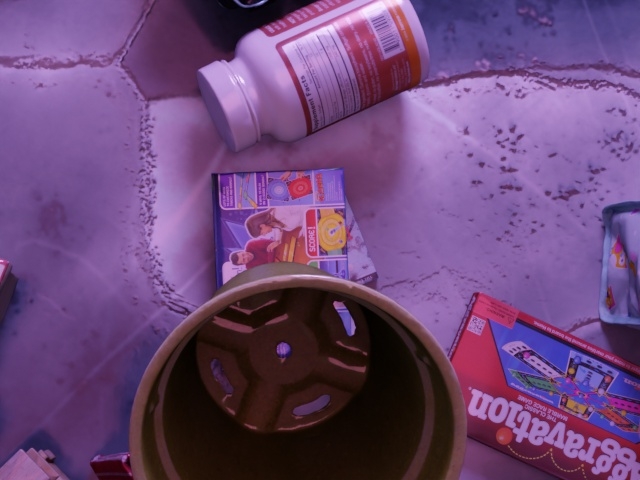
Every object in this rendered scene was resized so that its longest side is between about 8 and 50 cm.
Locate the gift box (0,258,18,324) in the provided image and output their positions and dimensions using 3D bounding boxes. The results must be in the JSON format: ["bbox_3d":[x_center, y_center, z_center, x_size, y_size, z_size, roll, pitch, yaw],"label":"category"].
[{"bbox_3d":[-0.412,0.108,1.155,0.255,0.258,0.276,16,82,-7],"label":"gift box"}]

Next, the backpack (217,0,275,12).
[{"bbox_3d":[-0.076,-0.345,1.302,0.166,0.144,0.188,-35,115,-9],"label":"backpack"}]

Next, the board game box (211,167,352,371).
[{"bbox_3d":[-0.039,0.029,1.325,0.136,0.035,0.201,-2,89,-4],"label":"board game box"}]

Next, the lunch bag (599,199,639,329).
[{"bbox_3d":[0.425,0.022,1.303,0.223,0.262,0.160,3,85,-9],"label":"lunch bag"}]

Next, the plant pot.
[{"bbox_3d":[-0.026,0.135,1.178,0.276,0.254,0.276,-1,102,-4],"label":"plant pot"}]

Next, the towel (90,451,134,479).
[{"bbox_3d":[-0.116,0.311,1.220,0.031,0.199,0.275,-35,92,-22],"label":"towel"}]

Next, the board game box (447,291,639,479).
[{"bbox_3d":[0.262,0.178,1.381,0.281,0.027,0.145,25,83,-7],"label":"board game box"}]

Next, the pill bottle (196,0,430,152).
[{"bbox_3d":[-0.009,-0.173,1.317,0.216,0.121,0.121,-25,90,-10],"label":"pill bottle"}]

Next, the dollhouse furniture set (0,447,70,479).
[{"bbox_3d":[-0.264,0.282,1.195,0.129,0.184,0.129,45,80,3],"label":"dollhouse furniture set"}]

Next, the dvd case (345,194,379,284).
[{"bbox_3d":[0.000,0.000,1.358,0.087,0.013,0.119,-21,91,-11],"label":"dvd case"}]
